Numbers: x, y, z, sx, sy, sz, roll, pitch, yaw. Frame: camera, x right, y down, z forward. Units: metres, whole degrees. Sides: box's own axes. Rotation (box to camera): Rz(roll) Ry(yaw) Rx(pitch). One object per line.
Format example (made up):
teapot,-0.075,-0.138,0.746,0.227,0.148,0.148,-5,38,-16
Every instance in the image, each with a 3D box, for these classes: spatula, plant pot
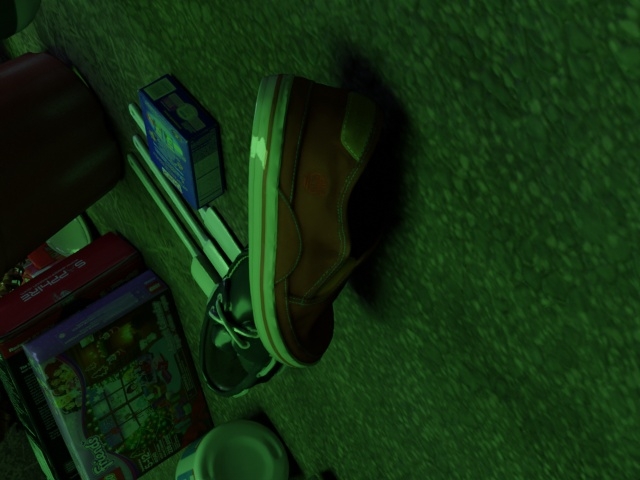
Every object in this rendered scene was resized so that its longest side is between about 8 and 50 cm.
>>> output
spatula,-0.157,-0.030,1.522,0.242,0.019,0.168,53,159,14
plant pot,-0.404,-0.083,1.622,0.272,0.265,0.272,34,144,30

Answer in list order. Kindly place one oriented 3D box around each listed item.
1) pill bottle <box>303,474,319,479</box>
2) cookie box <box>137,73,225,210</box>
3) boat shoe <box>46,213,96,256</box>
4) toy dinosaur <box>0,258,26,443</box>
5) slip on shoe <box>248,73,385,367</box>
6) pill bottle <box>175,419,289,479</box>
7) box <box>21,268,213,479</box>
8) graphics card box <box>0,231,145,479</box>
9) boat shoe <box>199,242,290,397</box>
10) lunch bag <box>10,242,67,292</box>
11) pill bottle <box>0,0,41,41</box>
pill bottle,0.010,0.366,1.574,0.169,0.094,0.094,57,159,4
cookie box,-0.140,-0.099,1.355,0.092,0.040,0.107,46,156,29
boat shoe,-0.390,-0.037,2.013,0.206,0.075,0.065,37,-166,34
toy dinosaur,-0.460,0.182,1.938,0.164,0.322,0.218,31,175,4
slip on shoe,0.000,0.000,1.075,0.331,0.101,0.123,91,-174,-52
pill bottle,-0.124,0.309,1.760,0.124,0.124,0.221,58,160,4
box,-0.271,0.205,1.844,0.057,0.201,0.293,39,152,42
graphics card box,-0.324,0.193,1.903,0.094,0.232,0.371,34,149,41
boat shoe,-0.070,0.087,1.379,0.114,0.091,0.302,51,158,20
lunch bag,-0.418,0.108,2.159,0.293,0.120,0.258,12,129,63
pill bottle,-0.395,-0.261,1.258,0.210,0.363,0.210,48,157,28
